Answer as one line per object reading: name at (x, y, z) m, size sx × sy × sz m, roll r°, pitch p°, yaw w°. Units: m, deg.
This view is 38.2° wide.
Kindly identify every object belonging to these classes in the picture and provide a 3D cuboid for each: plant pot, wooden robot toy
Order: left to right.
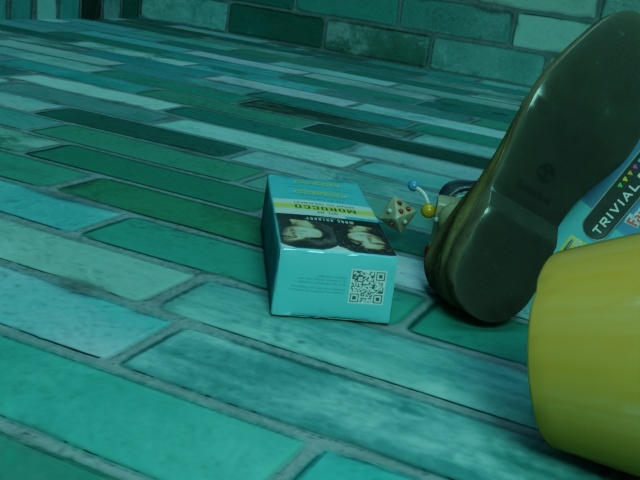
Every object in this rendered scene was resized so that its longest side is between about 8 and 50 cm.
wooden robot toy at (0.142, -0.011, 0.920) m, size 0.173 × 0.076 × 0.079 m, roll 9°, pitch 11°, yaw 6°
plant pot at (0.234, 0.069, 0.552) m, size 0.188 × 0.205 × 0.205 m, roll -1°, pitch 10°, yaw 32°

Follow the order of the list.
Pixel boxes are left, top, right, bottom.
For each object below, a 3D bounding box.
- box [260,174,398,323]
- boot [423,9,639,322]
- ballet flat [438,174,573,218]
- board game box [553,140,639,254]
box at (0.000, 0.000, 0.860) m, size 0.100 × 0.060 × 0.244 m, roll 5°, pitch 17°, yaw -8°
boot at (0.190, -0.075, 0.830) m, size 0.112 × 0.305 × 0.115 m, roll 36°, pitch -4°, yaw -17°
ballet flat at (0.231, -0.044, 1.091) m, size 0.203 × 0.074 × 0.074 m, roll 1°, pitch 18°, yaw -13°
board game box at (0.390, -0.086, 0.965) m, size 0.079 × 0.254 × 0.336 m, roll 44°, pitch 32°, yaw 20°
